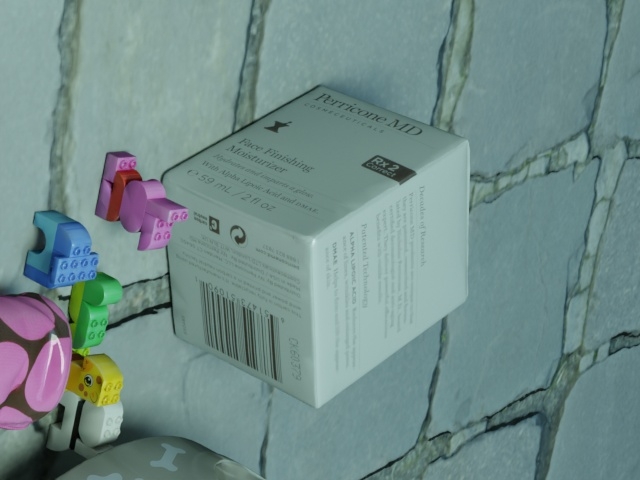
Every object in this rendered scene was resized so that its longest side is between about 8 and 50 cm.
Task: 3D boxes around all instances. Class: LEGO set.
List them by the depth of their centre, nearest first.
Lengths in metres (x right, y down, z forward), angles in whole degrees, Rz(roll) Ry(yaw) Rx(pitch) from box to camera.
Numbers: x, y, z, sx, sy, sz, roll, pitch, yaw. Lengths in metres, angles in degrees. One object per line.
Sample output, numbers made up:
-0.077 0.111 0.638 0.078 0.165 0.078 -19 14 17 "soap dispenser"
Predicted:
-0.154 0.063 1.267 0.087 0.093 0.227 -8 116 -51 "LEGO set"

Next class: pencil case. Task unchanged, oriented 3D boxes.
-0.250 0.089 1.160 0.209 0.095 0.098 -8 85 -51 "pencil case"

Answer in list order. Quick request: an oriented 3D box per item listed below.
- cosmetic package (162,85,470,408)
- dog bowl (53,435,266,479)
0.000 0.000 1.386 0.183 0.151 0.151 -34 134 -39 "cosmetic package"
-0.157 0.293 1.344 0.349 0.102 0.349 -36 149 -27 "dog bowl"
